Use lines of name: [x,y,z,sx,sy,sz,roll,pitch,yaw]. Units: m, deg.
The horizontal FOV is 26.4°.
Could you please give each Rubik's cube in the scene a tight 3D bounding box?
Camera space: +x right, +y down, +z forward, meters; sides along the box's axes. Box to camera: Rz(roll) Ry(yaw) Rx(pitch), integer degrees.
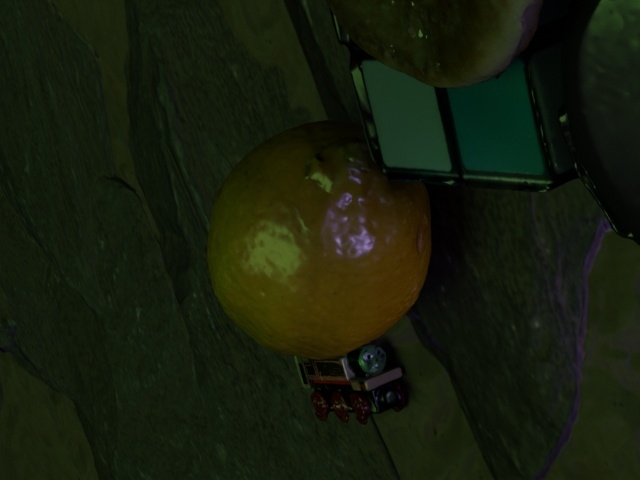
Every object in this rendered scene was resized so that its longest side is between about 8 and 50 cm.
Rubik's cube: [0.124,-0.142,0.846,0.183,0.167,0.180,6,117,58]

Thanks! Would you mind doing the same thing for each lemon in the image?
lemon: [0.000,0.000,1.131,0.188,0.188,0.257,56,146,18]

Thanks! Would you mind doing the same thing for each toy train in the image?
toy train: [0.028,0.130,1.317,0.138,0.050,0.087,-7,101,60]

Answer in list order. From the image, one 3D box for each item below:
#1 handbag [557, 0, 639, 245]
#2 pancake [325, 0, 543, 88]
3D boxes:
handbag: [0.261,-0.058,0.671,0.308,0.093,0.254,39,133,10]
pancake: [0.039,-0.209,0.700,0.282,0.049,0.282,49,153,35]
